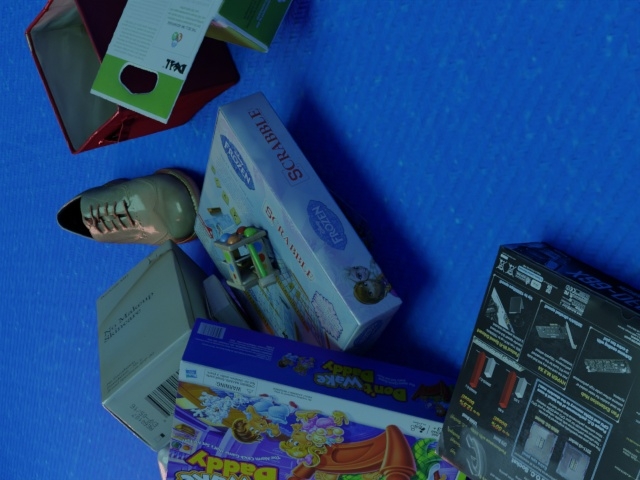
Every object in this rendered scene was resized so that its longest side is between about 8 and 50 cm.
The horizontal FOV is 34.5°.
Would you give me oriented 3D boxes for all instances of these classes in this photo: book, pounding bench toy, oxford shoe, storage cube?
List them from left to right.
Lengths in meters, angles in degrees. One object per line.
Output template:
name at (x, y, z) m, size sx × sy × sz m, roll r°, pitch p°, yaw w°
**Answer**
oxford shoe at (-0.299, -0.036, 1.620) m, size 0.348 × 0.130 × 0.123 m, roll -5°, pitch 102°, yaw 53°
storage cube at (-0.259, -0.249, 1.412) m, size 0.183 × 0.193 × 0.215 m, roll -26°, pitch 87°, yaw 54°
book at (-0.110, 0.122, 1.457) m, size 0.144 × 0.035 × 0.096 m, roll 54°, pitch -177°, yaw -30°
pounding bench toy at (-0.084, 0.020, 1.242) m, size 0.083 × 0.052 × 0.065 m, roll 14°, pitch 125°, yaw 61°

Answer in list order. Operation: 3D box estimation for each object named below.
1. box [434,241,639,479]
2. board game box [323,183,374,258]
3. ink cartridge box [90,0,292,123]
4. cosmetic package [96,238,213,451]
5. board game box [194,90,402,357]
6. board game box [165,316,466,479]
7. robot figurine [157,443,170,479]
box at (0.269, 0.170, 0.972) m, size 0.307 × 0.076 × 0.243 m, roll 30°, pitch 114°, yaw 42°
board game box at (0.000, 0.000, 1.330) m, size 0.168 × 0.033 × 0.133 m, roll 43°, pitch 136°, yaw 33°
ink cartridge box at (-0.148, -0.260, 1.235) m, size 0.188 × 0.097 × 0.255 m, roll 25°, pitch 91°, yaw 45°
cosmetic package at (-0.221, 0.137, 1.453) m, size 0.113 × 0.160 × 0.309 m, roll 48°, pitch -176°, yaw -26°
board game box at (-0.045, 0.026, 1.319) m, size 0.319 × 0.065 × 0.318 m, roll 57°, pitch 156°, yaw 16°
board game box at (-0.001, 0.239, 1.232) m, size 0.347 × 0.078 × 0.233 m, roll 13°, pitch 127°, yaw 1°
robot figurine at (-0.092, 0.360, 1.469) m, size 0.299 × 0.200 × 0.354 m, roll 7°, pitch 122°, yaw 23°
